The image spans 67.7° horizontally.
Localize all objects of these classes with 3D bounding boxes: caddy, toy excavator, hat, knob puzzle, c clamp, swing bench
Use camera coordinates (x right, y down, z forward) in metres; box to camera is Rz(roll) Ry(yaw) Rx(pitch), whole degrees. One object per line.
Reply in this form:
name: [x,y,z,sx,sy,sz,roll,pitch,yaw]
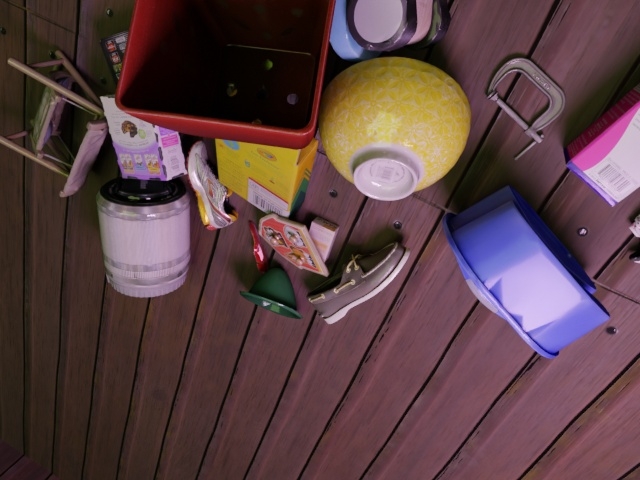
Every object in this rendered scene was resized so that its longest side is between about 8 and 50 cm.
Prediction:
caddy: [0.374,0.063,0.913,0.179,0.241,0.341,-40,94,28]
toy excavator: [-0.013,-0.540,0.828,0.445,0.222,0.432,11,116,28]
hat: [-0.103,0.086,1.249,0.173,0.183,0.208,11,161,30]
knob puzzle: [-0.085,0.010,1.154,0.213,0.030,0.213,31,153,18]
c clamp: [0.374,-0.251,0.892,0.160,0.022,0.137,48,122,-4]
swing bench: [-0.666,-0.298,1.231,0.255,0.165,0.253,40,122,-5]

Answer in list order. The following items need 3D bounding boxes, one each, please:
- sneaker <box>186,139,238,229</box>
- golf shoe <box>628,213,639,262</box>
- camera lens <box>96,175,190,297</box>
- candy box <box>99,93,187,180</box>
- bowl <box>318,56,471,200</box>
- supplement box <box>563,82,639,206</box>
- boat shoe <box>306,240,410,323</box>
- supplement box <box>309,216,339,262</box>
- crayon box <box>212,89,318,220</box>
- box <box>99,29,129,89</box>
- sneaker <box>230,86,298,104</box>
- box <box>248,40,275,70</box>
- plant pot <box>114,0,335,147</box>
sneaker: [-0.265,-0.141,1.189,0.093,0.088,0.225,-10,112,9]
golf shoe: [0.613,-0.034,0.867,0.086,0.067,0.186,1,114,24]
camera lens: [-0.448,-0.021,1.230,0.219,0.219,0.274,16,119,16]
candy box: [-0.410,-0.245,1.112,0.165,0.070,0.196,8,116,31]
bowl: [0.126,-0.168,0.881,0.290,0.156,0.289,9,149,5]
supplement box: [0.540,-0.182,0.802,0.111,0.114,0.220,43,123,1]
boat shoe: [0.082,0.091,1.125,0.091,0.109,0.305,43,126,-6]
supplement box: [0.000,0.000,1.159,0.062,0.036,0.098,26,122,11]
crayon box: [-0.119,-0.176,1.009,0.202,0.081,0.318,34,156,5]
box: [-0.363,-0.390,1.115,0.270,0.060,0.216,-3,112,24]
sneaker: [-0.103,-0.329,1.028,0.227,0.130,0.087,35,125,37]
box: [-0.066,-0.376,0.925,0.042,0.178,0.109,14,119,30]
plant pot: [-0.111,-0.271,0.738,0.267,0.236,0.267,9,85,6]
